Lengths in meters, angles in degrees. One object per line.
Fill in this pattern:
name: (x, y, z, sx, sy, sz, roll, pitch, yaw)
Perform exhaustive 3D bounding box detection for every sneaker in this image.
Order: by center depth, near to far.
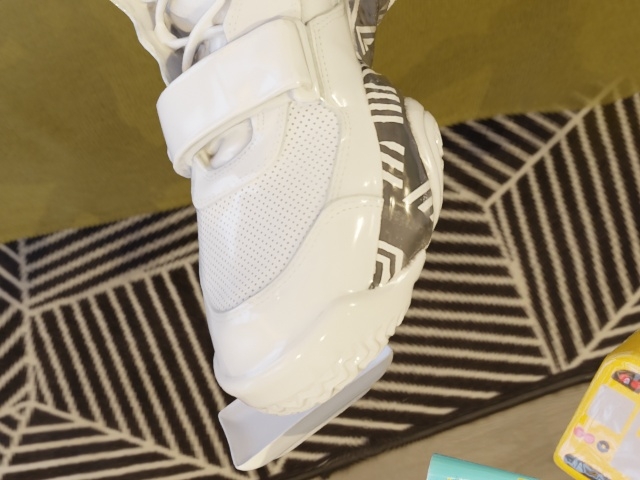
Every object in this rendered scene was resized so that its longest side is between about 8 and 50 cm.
sneaker: (-0.059, -0.106, 0.512, 0.210, 0.137, 0.366, 27, 49, -32)

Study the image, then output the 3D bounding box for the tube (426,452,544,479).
tube: (0.274, 0.385, 1.684, 0.207, 0.080, 0.052, 11, 52, 13)

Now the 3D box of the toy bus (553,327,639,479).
toy bus: (0.291, 0.121, 0.837, 0.108, 0.332, 0.130, 30, 113, 24)

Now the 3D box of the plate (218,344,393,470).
plate: (-0.022, 0.234, 1.622, 0.278, 0.277, 0.045, -37, 102, -5)
